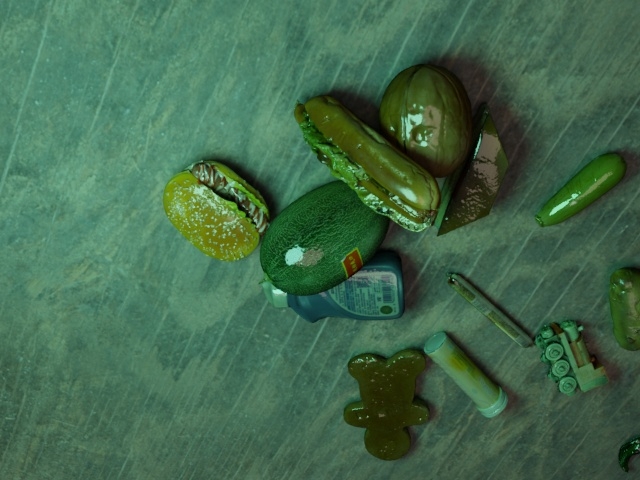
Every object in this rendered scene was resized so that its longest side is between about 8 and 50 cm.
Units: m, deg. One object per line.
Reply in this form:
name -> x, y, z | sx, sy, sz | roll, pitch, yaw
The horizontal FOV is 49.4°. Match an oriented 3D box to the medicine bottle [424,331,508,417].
medicine bottle -> 0.318, 0.293, 1.527 | 0.074, 0.074, 0.218 | -40, 106, 18

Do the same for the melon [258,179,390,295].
melon -> 0.000, 0.000, 1.315 | 0.287, 0.182, 0.182 | -33, 112, -9

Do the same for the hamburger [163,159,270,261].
hamburger -> -0.202, -0.058, 1.345 | 0.210, 0.116, 0.173 | 42, 112, -17

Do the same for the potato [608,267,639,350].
potato -> 0.646, 0.138, 1.439 | 0.105, 0.085, 0.188 | -26, 110, -10

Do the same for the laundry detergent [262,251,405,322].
laundry detergent -> 0.028, 0.100, 1.434 | 0.289, 0.094, 0.144 | -3, 123, 6

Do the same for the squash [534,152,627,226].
squash -> 0.501, -0.095, 1.344 | 0.201, 0.066, 0.066 | -40, 108, 21

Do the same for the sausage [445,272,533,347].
sausage -> 0.362, 0.151, 1.478 | 0.269, 0.033, 0.033 | 39, 110, -16

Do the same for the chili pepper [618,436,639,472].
chili pepper -> 0.740, 0.495, 1.632 | 0.055, 0.035, 0.118 | 39, 107, 2

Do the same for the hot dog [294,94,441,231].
hot dog -> 0.071, -0.138, 1.229 | 0.100, 0.135, 0.337 | -42, 68, -14

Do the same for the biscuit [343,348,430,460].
biscuit -> 0.149, 0.374, 1.579 | 0.196, 0.049, 0.302 | -2, 115, 7

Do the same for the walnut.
walnut -> 0.188, -0.209, 1.242 | 0.167, 0.167, 0.207 | -5, 112, 3

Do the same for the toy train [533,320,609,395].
toy train -> 0.540, 0.250, 1.505 | 0.118, 0.074, 0.176 | -25, 108, 2

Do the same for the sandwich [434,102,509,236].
sandwich -> 0.295, -0.122, 1.318 | 0.096, 0.094, 0.258 | 18, 116, -2
